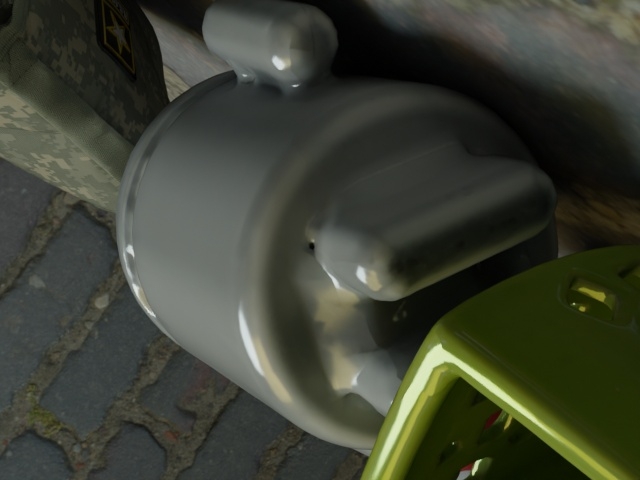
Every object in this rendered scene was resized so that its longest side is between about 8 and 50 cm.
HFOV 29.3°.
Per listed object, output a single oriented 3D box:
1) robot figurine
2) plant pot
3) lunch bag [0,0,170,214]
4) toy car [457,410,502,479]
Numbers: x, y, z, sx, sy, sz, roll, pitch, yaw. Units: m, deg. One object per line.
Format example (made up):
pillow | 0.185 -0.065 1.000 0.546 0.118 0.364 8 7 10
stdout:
robot figurine | 0.000 0.000 0.734 0.353 0.199 0.300 22 127 60
plant pot | 0.164 0.126 0.530 0.227 0.207 0.228 40 140 23
lunch bag | -0.227 -0.154 0.857 0.287 0.169 0.235 41 175 28
toy car | 0.161 0.106 0.777 0.219 0.210 0.238 44 164 30
